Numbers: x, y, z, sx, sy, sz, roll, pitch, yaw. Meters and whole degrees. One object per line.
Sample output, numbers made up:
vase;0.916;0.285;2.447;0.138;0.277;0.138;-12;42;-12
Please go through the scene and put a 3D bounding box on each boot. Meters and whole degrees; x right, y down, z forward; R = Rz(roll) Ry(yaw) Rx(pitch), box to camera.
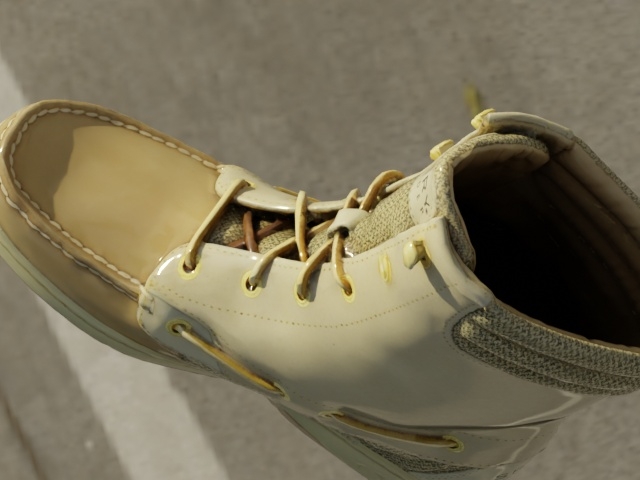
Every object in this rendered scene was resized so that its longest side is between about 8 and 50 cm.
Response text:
boot;0.000;0.000;0.690;0.262;0.095;0.203;34;152;-6
